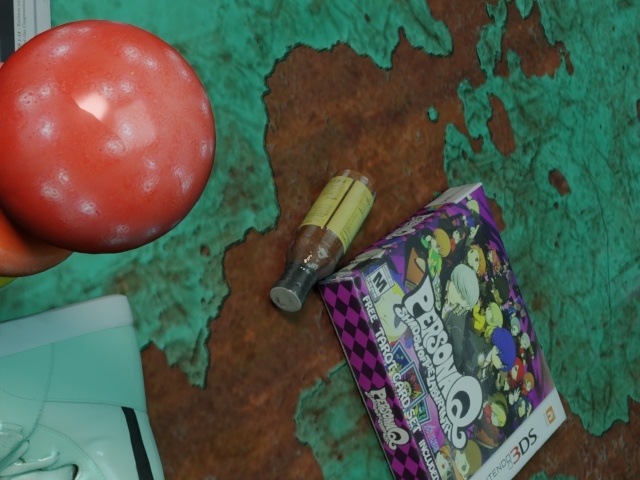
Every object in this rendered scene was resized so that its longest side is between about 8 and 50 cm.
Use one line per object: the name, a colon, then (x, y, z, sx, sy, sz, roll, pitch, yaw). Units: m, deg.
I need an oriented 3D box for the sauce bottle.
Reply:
sauce bottle: (0.000, 0.000, 1.003, 0.042, 0.042, 0.128, 55, 48, -25)

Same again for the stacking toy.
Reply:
stacking toy: (-0.176, -0.015, 0.586, 0.141, 0.330, 0.141, 13, 72, -46)

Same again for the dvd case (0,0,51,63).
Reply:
dvd case: (-0.257, -0.159, 0.759, 0.239, 0.029, 0.179, 7, 75, -48)

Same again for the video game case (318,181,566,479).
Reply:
video game case: (0.108, 0.095, 1.101, 0.210, 0.042, 0.232, -33, 106, -48)

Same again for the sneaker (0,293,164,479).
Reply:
sneaker: (-0.179, 0.125, 0.726, 0.256, 0.094, 0.151, -15, 87, -51)
